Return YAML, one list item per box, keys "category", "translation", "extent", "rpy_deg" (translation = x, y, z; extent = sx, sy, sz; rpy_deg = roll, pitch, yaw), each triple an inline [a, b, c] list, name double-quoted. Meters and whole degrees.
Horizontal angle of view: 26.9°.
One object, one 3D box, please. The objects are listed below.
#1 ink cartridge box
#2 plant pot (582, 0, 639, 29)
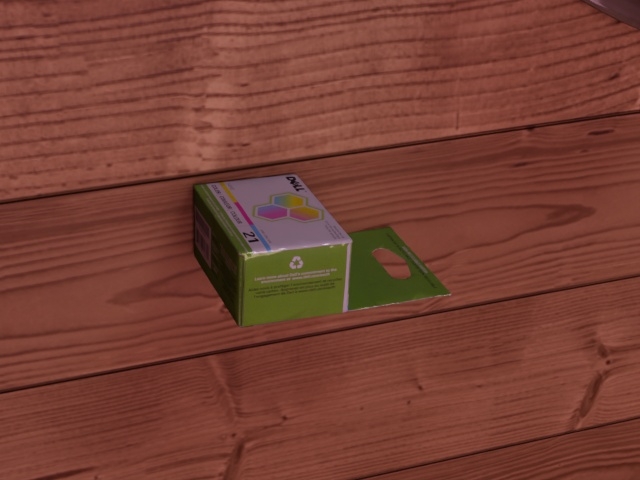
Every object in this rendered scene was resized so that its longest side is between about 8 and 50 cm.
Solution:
- category: "ink cartridge box"
  translation: [0.000, 0.000, 1.536]
  extent: [0.255, 0.189, 0.097]
  rpy_deg: [-8, 118, -19]
- category: "plant pot"
  translation: [0.404, -0.394, 1.431]
  extent: [0.323, 0.323, 0.280]
  rpy_deg: [28, 89, -31]
